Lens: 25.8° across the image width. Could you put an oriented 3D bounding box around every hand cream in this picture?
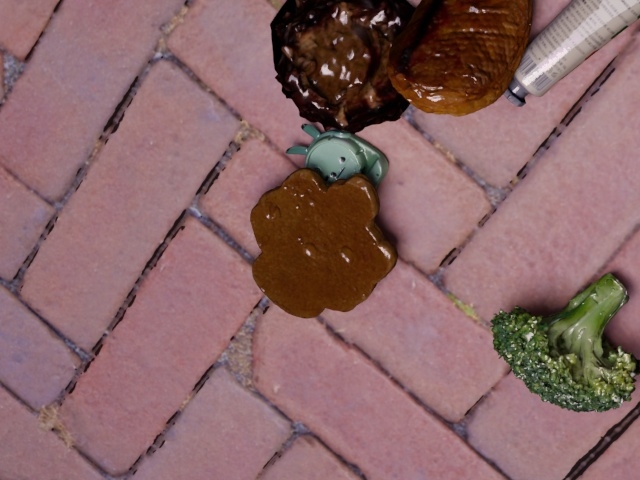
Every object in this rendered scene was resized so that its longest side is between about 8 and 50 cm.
[{"bbox_3d":[0.338,-0.274,1.765,0.276,0.059,0.095,-42,85,24],"label":"hand cream"}]

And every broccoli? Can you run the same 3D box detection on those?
[{"bbox_3d":[0.341,0.129,1.866,0.219,0.194,0.194,41,121,30],"label":"broccoli"}]

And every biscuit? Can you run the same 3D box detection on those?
[{"bbox_3d":[0.000,0.000,1.975,0.208,0.041,0.290,42,133,1],"label":"biscuit"}]

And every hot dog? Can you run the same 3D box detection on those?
[{"bbox_3d":[0.177,-0.258,1.769,0.160,0.099,0.227,30,80,21],"label":"hot dog"}]

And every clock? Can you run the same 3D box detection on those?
[{"bbox_3d":[0.020,-0.106,1.954,0.135,0.041,0.101,36,118,5],"label":"clock"}]

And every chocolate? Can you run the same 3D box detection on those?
[{"bbox_3d":[0.018,-0.234,1.833,0.224,0.177,0.206,41,118,1],"label":"chocolate"}]
